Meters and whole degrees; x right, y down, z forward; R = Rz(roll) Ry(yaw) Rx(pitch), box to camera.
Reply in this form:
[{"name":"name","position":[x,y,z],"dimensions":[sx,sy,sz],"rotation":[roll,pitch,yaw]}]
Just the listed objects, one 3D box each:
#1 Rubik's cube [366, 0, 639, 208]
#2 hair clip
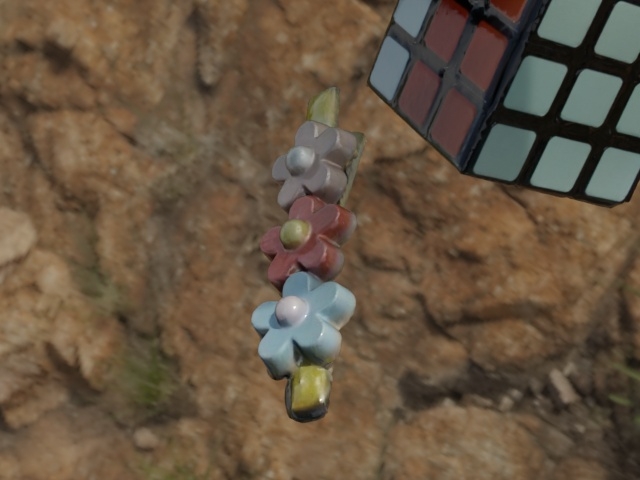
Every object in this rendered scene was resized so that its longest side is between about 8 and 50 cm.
[{"name":"Rubik's cube","position":[0.153,-0.135,1.077],"dimensions":[0.160,0.162,0.163],"rotation":[49,125,50]},{"name":"hair clip","position":[-0.004,-0.004,0.777],"dimensions":[0.062,0.056,0.214],"rotation":[-24,36,30]}]
